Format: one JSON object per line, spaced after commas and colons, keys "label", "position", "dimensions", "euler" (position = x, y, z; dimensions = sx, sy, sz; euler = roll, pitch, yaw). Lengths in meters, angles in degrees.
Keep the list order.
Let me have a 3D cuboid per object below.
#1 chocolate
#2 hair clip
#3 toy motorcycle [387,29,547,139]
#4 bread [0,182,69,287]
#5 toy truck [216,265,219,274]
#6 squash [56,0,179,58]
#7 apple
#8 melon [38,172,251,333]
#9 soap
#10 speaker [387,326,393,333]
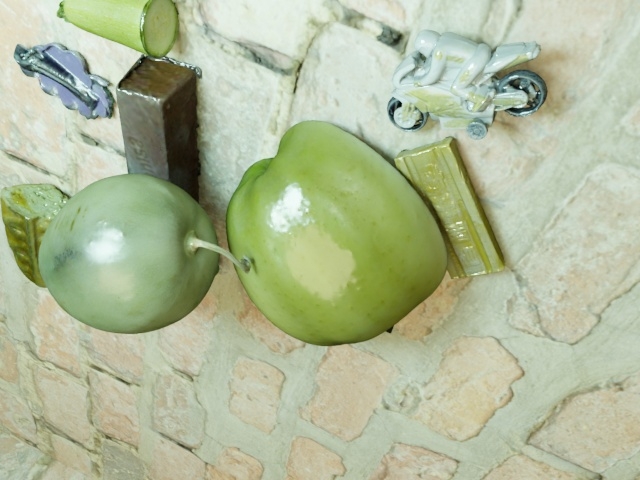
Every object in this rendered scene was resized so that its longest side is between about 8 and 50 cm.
{"label": "chocolate", "position": [-0.281, -0.156, 0.991], "dimensions": [0.111, 0.112, 0.321], "euler": [17, 132, 8]}
{"label": "hair clip", "position": [-0.456, -0.285, 1.011], "dimensions": [0.195, 0.052, 0.124], "euler": [33, 139, -10]}
{"label": "toy motorcycle", "position": [0.179, -0.214, 0.757], "dimensions": [0.228, 0.074, 0.151], "euler": [0, 132, 36]}
{"label": "bread", "position": [-0.612, 0.000, 1.260], "dimensions": [0.152, 0.130, 0.268], "euler": [21, 134, 2]}
{"label": "toy truck", "position": [-0.330, 0.065, 1.143], "dimensions": [0.187, 0.211, 0.148], "euler": [1, 131, 44]}
{"label": "squash", "position": [-0.332, -0.348, 0.887], "dimensions": [0.224, 0.094, 0.094], "euler": [16, 132, 21]}
{"label": "apple", "position": [0.000, 0.000, 0.972], "dimensions": [0.320, 0.311, 0.360], "euler": [-39, 102, -1]}
{"label": "melon", "position": [-0.306, 0.025, 0.912], "dimensions": [0.272, 0.272, 0.308], "euler": [45, 124, -14]}
{"label": "soap", "position": [0.211, -0.042, 0.905], "dimensions": [0.092, 0.037, 0.252], "euler": [-13, 120, 33]}
{"label": "speaker", "position": [0.135, 0.091, 1.046], "dimensions": [0.046, 0.040, 0.191], "euler": [19, 132, 10]}
